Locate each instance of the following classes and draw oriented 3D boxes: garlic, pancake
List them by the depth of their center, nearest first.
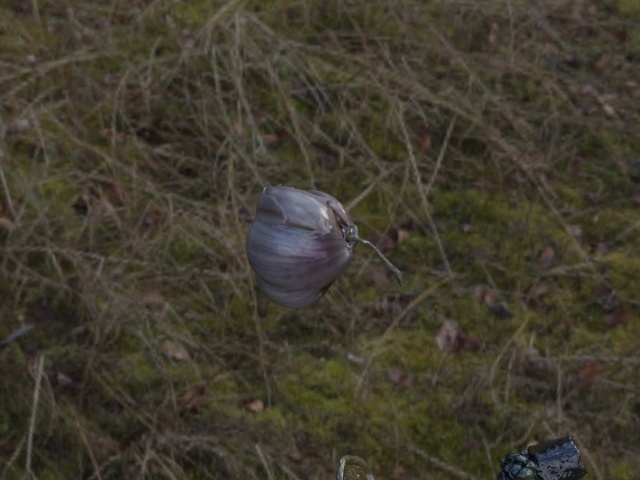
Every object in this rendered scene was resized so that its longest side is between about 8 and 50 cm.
[{"bbox_3d":[0.059,0.379,1.414,0.011,0.115,0.115,-26,31,27],"label":"pancake"},{"bbox_3d":[0.000,0.000,1.472,0.256,0.207,0.207,9,35,-23],"label":"garlic"}]

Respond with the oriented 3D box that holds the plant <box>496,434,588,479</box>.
[{"bbox_3d":[0.366,0.382,1.541,0.143,0.092,0.094,-23,10,1],"label":"plant"}]
